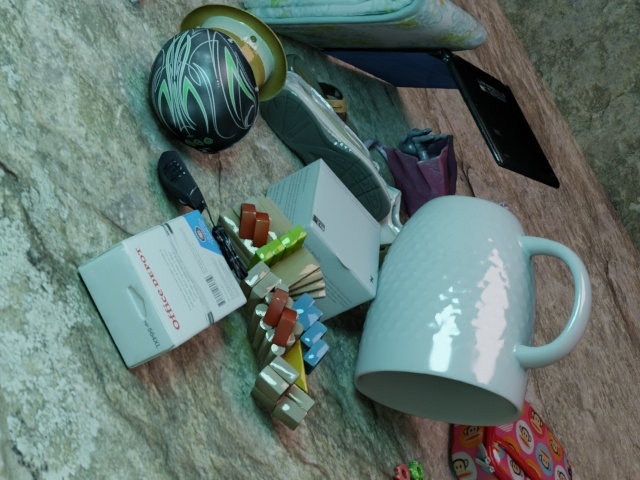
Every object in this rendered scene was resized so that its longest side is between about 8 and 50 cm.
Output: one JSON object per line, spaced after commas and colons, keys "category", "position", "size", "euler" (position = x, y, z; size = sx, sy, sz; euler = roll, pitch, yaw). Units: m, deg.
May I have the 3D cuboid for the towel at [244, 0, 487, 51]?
{"category": "towel", "position": [0.087, -0.425, 2.133], "size": [0.320, 0.375, 0.090], "euler": [3, 92, -60]}

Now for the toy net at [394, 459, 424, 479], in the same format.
{"category": "toy net", "position": [0.143, 0.421, 1.798], "size": [0.232, 0.045, 0.122], "euler": [-5, 71, -61]}

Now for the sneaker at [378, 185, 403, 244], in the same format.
{"category": "sneaker", "position": [0.105, -0.088, 2.135], "size": [0.080, 0.094, 0.212], "euler": [-12, 76, -61]}

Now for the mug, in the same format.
{"category": "mug", "position": [0.259, 0.105, 1.824], "size": [0.276, 0.374, 0.328], "euler": [38, 58, -46]}

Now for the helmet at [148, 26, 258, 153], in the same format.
{"category": "helmet", "position": [-0.179, -0.230, 1.688], "size": [0.161, 0.169, 0.169], "euler": [59, 21, -49]}

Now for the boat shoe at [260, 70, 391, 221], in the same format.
{"category": "boat shoe", "position": [0.021, -0.168, 2.041], "size": [0.320, 0.118, 0.103], "euler": [47, 35, -15]}

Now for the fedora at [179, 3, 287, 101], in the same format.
{"category": "fedora", "position": [-0.149, -0.282, 1.792], "size": [0.194, 0.194, 0.079], "euler": [49, 46, -25]}

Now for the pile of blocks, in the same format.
{"category": "pile of blocks", "position": [-0.048, 0.082, 1.617], "size": [0.149, 0.112, 0.362], "euler": [-8, 67, -17]}

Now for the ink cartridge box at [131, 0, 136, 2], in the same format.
{"category": "ink cartridge box", "position": [-0.295, -0.467, 1.806], "size": [0.109, 0.063, 0.150], "euler": [50, 30, -25]}

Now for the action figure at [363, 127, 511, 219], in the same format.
{"category": "action figure", "position": [0.215, -0.029, 2.227], "size": [0.248, 0.276, 0.370], "euler": [-30, 112, -58]}

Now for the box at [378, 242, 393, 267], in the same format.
{"category": "box", "position": [0.202, 0.069, 2.097], "size": [0.201, 0.164, 0.021], "euler": [45, 56, -32]}

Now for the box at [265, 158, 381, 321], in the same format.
{"category": "box", "position": [0.000, 0.000, 1.844], "size": [0.181, 0.119, 0.182], "euler": [47, 31, -29]}

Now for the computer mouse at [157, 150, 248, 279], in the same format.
{"category": "computer mouse", "position": [-0.172, -0.034, 1.597], "size": [0.242, 0.041, 0.071], "euler": [56, -10, 30]}

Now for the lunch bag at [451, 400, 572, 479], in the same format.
{"category": "lunch bag", "position": [0.357, 0.433, 2.097], "size": [0.293, 0.120, 0.258], "euler": [47, 35, -25]}

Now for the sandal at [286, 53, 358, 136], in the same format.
{"category": "sandal", "position": [0.010, -0.279, 2.177], "size": [0.219, 0.060, 0.090], "euler": [53, 29, -19]}

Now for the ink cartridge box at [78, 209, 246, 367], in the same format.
{"category": "ink cartridge box", "position": [-0.203, 0.059, 1.469], "size": [0.148, 0.086, 0.203], "euler": [63, 26, -1]}

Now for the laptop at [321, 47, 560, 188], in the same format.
{"category": "laptop", "position": [0.259, -0.251, 2.340], "size": [0.382, 0.236, 0.407], "euler": [8, 54, -61]}
